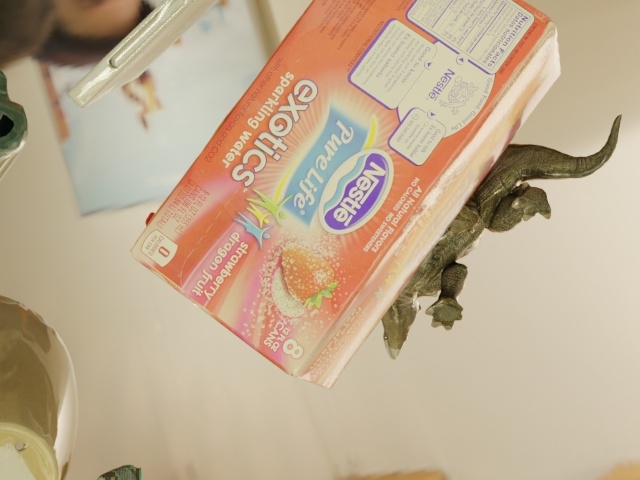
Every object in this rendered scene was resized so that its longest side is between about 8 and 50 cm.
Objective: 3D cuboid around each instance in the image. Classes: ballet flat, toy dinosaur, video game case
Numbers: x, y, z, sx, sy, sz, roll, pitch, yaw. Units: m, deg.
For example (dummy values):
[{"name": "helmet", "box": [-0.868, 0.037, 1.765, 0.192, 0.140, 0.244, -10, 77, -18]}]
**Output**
[{"name": "ballet flat", "box": [-0.237, 0.361, 1.836, 0.070, 0.188, 0.070, -8, 148, -5]}, {"name": "toy dinosaur", "box": [0.122, -0.024, 1.348, 0.313, 0.121, 0.160, -50, -164, 16]}, {"name": "video game case", "box": [-0.146, -0.214, 1.500, 0.193, 0.023, 0.212, -41, -174, 14]}]

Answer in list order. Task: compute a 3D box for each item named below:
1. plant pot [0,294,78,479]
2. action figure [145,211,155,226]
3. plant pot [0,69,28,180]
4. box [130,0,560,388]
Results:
[{"name": "plant pot", "box": [-0.368, 0.212, 1.674, 0.256, 0.256, 0.274, -19, -162, -15]}, {"name": "action figure", "box": [-0.084, -0.017, 1.253, 0.115, 0.038, 0.030, -14, 166, -34]}, {"name": "plant pot", "box": [-0.461, -0.052, 1.392, 0.334, 0.341, 0.341, -45, 180, 17]}, {"name": "box", "box": [0.026, -0.058, 1.101, 0.300, 0.154, 0.142, -55, 165, -1]}]
